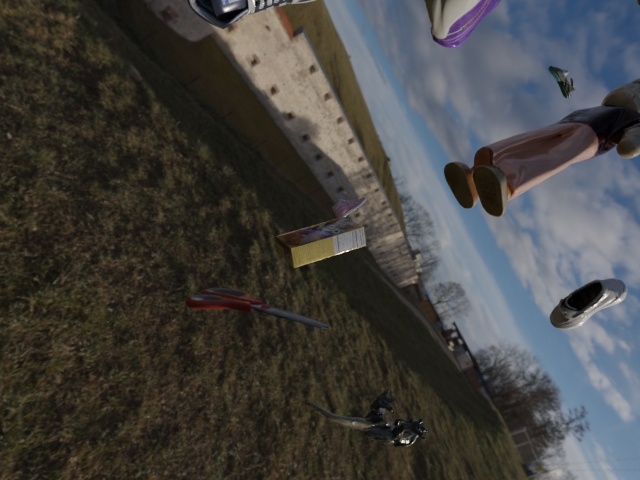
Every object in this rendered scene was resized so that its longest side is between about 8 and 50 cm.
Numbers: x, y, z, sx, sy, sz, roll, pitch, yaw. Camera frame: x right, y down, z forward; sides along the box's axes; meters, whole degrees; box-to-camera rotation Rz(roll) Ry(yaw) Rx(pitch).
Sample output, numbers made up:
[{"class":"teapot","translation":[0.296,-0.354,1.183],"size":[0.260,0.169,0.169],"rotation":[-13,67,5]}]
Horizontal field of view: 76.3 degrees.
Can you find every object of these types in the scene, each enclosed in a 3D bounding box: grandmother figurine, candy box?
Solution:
[{"class":"grandmother figurine","translation":[0.365,-0.147,0.587],"size":[0.208,0.342,0.104],"rotation":[45,-20,59]},{"class":"candy box","translation":[0.000,0.000,0.958],"size":[0.109,0.186,0.053],"rotation":[-148,-133,-61]}]

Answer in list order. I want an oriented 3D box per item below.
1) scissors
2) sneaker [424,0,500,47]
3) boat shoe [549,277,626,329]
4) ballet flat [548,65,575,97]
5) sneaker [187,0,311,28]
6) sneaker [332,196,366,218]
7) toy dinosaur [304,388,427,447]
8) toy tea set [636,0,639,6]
[{"class":"scissors","translation":[-0.101,0.112,0.705],"size":[0.109,0.296,0.021],"rotation":[-8,100,-65]},{"class":"sneaker","translation":[0.120,-0.215,0.294],"size":[0.068,0.170,0.071],"rotation":[31,-9,20]},{"class":"boat shoe","translation":[0.529,0.132,0.837],"size":[0.184,0.063,0.066],"rotation":[119,-23,-59]},{"class":"ballet flat","translation":[0.698,-0.465,1.172],"size":[0.114,0.041,0.041],"rotation":[45,17,-21]},{"class":"sneaker","translation":[-0.090,-0.431,0.679],"size":[0.153,0.281,0.099],"rotation":[-67,150,-45]},{"class":"sneaker","translation":[0.104,-0.140,1.543],"size":[0.070,0.134,0.051],"rotation":[55,1,-3]},{"class":"toy dinosaur","translation":[0.112,0.329,0.739],"size":[0.268,0.118,0.064],"rotation":[30,40,-23]},{"class":"toy tea set","translation":[0.811,-0.560,0.807],"size":[0.200,0.124,0.336],"rotation":[52,-15,-1]}]
